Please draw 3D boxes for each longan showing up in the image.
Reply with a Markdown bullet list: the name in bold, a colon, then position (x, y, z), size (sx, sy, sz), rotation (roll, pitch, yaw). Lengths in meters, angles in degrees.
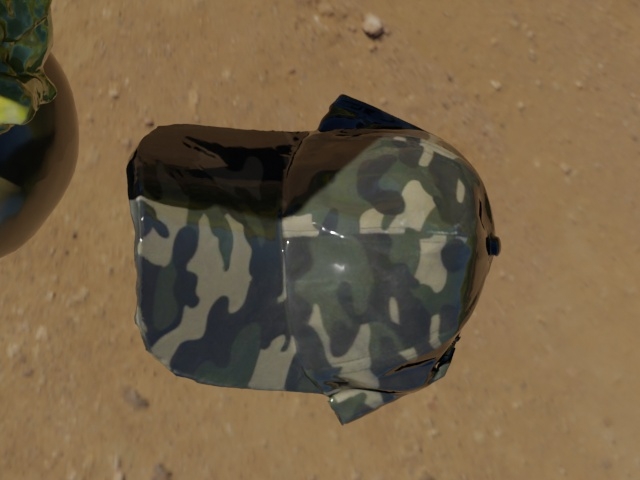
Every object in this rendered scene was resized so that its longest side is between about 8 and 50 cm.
- **longan**: position (-0.438, -0.120, 1.448), size (0.361, 0.361, 0.361), rotation (-2, 112, -6)

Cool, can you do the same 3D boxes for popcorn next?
- **popcorn**: position (-0.316, -0.191, 1.166), size (0.195, 0.255, 0.256), rotation (-14, 135, -32)

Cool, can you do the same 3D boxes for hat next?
- **hat**: position (0.000, 0.000, 1.417), size (0.257, 0.382, 0.366), rotation (-13, 78, 29)
